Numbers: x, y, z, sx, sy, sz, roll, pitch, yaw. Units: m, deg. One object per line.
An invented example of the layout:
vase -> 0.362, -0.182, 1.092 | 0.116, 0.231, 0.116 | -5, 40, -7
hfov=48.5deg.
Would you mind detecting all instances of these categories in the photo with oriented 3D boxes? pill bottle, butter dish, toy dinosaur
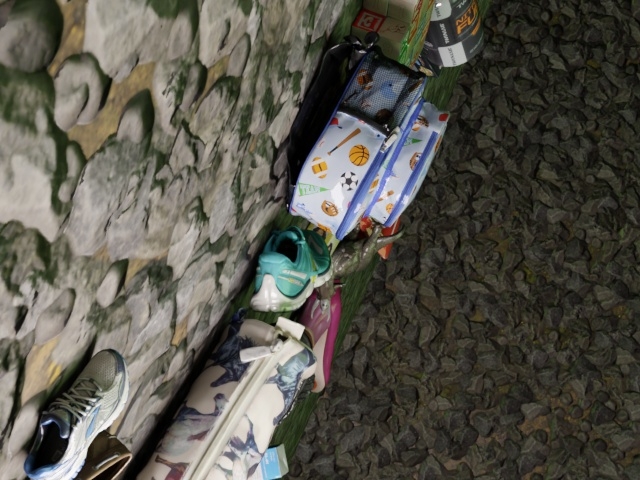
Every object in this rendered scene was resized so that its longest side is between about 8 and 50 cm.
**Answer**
pill bottle -> 0.229, -0.451, 1.349 | 0.130, 0.130, 0.246 | -65, 152, -12
butter dish -> 0.112, -0.050, 1.786 | 0.160, 0.118, 0.160 | 52, 45, -33
toy dinosaur -> 0.068, 0.031, 1.649 | 0.313, 0.121, 0.160 | -39, 157, -38

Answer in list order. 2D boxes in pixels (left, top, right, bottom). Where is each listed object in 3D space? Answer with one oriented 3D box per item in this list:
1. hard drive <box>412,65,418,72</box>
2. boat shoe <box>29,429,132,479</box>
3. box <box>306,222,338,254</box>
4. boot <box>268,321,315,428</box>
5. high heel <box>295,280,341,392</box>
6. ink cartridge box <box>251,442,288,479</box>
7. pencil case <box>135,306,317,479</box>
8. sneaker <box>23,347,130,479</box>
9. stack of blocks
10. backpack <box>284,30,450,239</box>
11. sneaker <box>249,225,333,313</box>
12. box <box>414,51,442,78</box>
hard drive -> 0.267, -0.500, 1.745 | 0.255, 0.054, 0.172 | 65, 49, -77
boat shoe -> -0.246, 0.253, 0.670 | 0.066, 0.066, 0.183 | 103, 14, -45
box -> 0.000, 0.000, 1.442 | 0.087, 0.058, 0.232 | 101, 14, -49
boot -> -0.073, 0.245, 1.374 | 0.260, 0.131, 0.348 | -39, 162, -56
high heel -> 0.003, 0.246, 1.804 | 0.181, 0.127, 0.377 | -56, 165, -32
ink cartridge box -> -0.163, 0.457, 1.426 | 0.104, 0.180, 0.060 | 64, 14, -77
pencil case -> -0.151, 0.292, 0.992 | 0.184, 0.159, 0.410 | 101, 15, -51
sneaker -> -0.222, 0.160, 0.647 | 0.058, 0.052, 0.135 | 69, 43, -68
stack of blocks -> 0.122, -0.375, 1.156 | 0.297, 0.087, 0.171 | 95, 21, -61
backpack -> 0.062, -0.129, 1.098 | 0.263, 0.213, 0.276 | -54, 171, -10
sneaker -> -0.041, 0.028, 1.174 | 0.275, 0.107, 0.110 | -57, 149, -69
box -> 0.253, -0.493, 1.549 | 0.175, 0.051, 0.220 | 32, 81, -61
